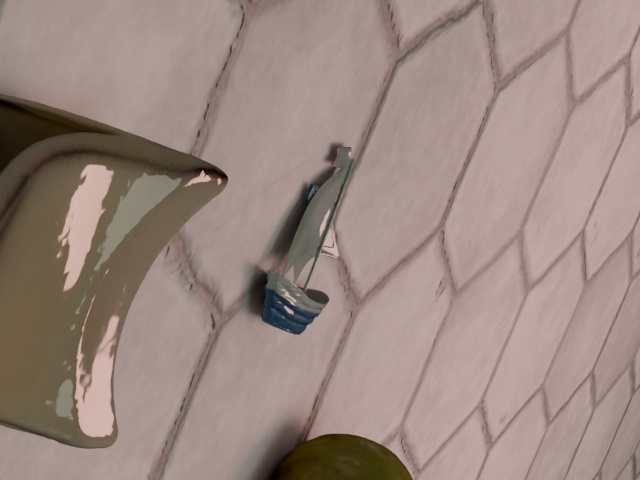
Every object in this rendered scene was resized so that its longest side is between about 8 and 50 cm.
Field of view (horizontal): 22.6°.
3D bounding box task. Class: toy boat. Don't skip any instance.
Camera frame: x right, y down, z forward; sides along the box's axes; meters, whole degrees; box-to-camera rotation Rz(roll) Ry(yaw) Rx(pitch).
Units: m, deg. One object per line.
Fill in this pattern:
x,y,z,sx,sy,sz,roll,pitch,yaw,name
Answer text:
-0.007,0.006,1.204,0.105,0.034,0.149,-25,136,-60,toy boat

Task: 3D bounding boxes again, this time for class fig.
0.008,0.232,1.375,0.153,0.120,0.136,-51,174,36,fig

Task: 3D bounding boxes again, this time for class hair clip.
-0.169,0.013,0.774,0.173,0.113,0.282,-66,163,5,hair clip
